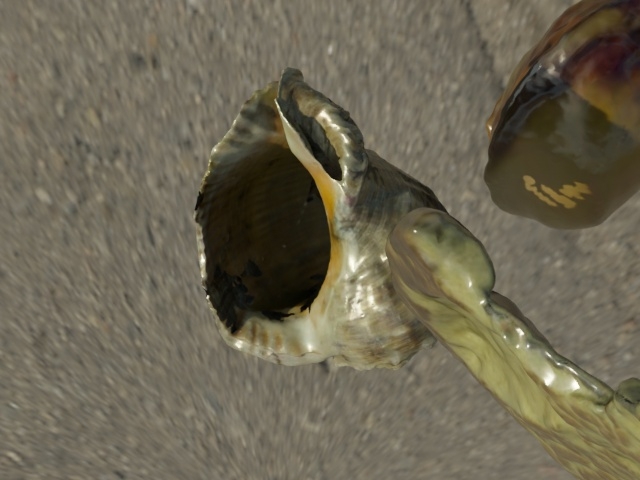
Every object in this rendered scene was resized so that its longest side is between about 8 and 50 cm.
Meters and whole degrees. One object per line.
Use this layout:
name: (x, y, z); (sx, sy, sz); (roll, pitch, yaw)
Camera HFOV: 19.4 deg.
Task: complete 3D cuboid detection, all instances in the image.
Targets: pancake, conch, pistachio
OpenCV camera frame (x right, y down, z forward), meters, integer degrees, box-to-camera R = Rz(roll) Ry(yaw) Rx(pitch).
pancake: (0.107, 0.070, 0.573); (0.235, 0.212, 0.029); (34, 81, 37)
conch: (0.000, 0.000, 1.125); (0.155, 0.130, 0.207); (-34, 119, -15)
pistachio: (0.186, -0.095, 1.266); (0.165, 0.210, 0.130); (-10, 58, -35)
